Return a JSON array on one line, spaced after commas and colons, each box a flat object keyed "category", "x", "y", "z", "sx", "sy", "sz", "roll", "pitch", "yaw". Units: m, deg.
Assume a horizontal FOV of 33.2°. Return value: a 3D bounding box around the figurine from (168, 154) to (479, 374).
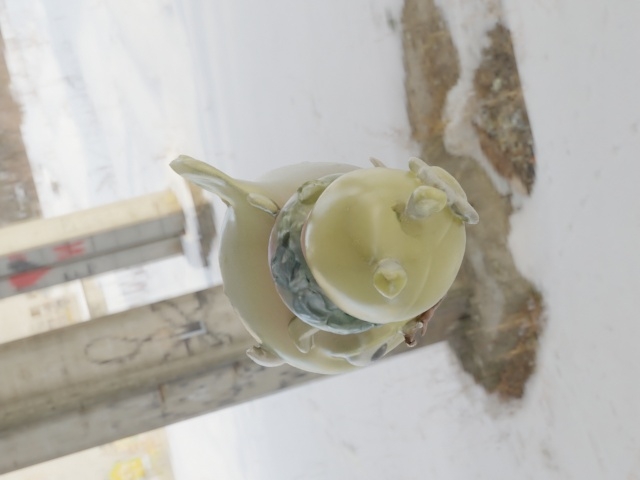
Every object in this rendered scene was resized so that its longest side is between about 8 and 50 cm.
[{"category": "figurine", "x": 0.000, "y": 0.000, "z": 0.885, "sx": 0.226, "sy": 0.275, "sz": 0.394, "roll": -63, "pitch": 11, "yaw": -7}]
